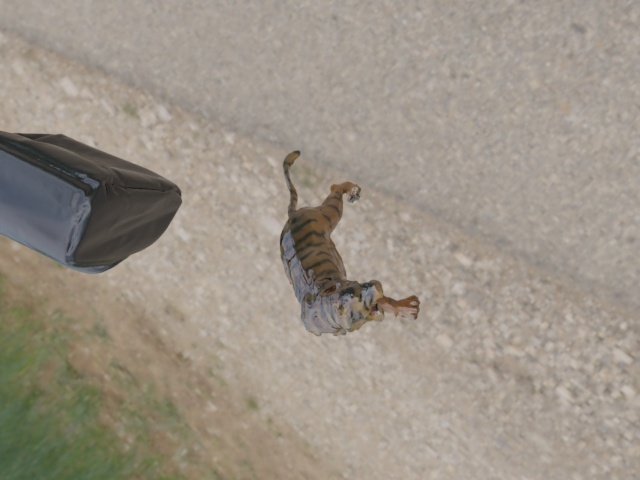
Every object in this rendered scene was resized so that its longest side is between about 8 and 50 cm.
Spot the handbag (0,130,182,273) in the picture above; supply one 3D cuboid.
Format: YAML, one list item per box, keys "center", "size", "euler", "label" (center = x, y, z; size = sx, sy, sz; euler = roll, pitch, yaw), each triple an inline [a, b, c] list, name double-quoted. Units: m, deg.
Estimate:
- center: [-0.399, -0.058, 1.527]
  size: [0.301, 0.178, 0.275]
  euler: [22, -173, 23]
  label: "handbag"

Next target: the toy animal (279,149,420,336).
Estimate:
- center: [-0.006, 0.006, 0.991]
  size: [0.116, 0.114, 0.255]
  euler: [31, -154, -48]
  label: "toy animal"
